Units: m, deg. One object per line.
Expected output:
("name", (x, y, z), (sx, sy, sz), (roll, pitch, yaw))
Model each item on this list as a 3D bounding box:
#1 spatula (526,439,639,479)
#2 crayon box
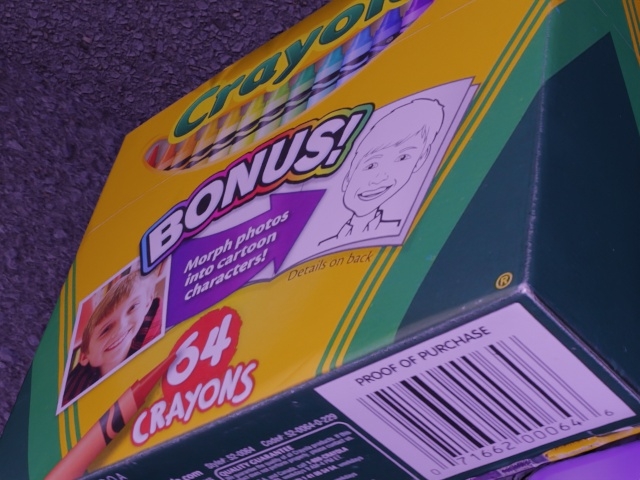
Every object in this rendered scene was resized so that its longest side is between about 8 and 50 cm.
("spatula", (0.146, 0.064, 0.424), (0.296, 0.030, 0.084), (-50, 15, 51))
("crayon box", (0.000, 0.000, 0.708), (0.363, 0.106, 0.313), (-27, 35, 35))
